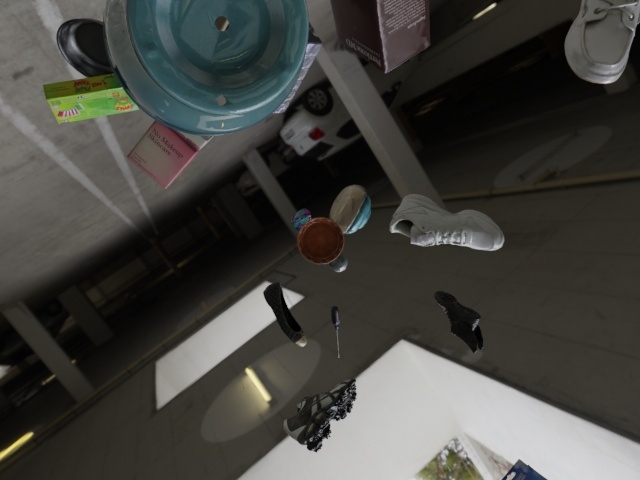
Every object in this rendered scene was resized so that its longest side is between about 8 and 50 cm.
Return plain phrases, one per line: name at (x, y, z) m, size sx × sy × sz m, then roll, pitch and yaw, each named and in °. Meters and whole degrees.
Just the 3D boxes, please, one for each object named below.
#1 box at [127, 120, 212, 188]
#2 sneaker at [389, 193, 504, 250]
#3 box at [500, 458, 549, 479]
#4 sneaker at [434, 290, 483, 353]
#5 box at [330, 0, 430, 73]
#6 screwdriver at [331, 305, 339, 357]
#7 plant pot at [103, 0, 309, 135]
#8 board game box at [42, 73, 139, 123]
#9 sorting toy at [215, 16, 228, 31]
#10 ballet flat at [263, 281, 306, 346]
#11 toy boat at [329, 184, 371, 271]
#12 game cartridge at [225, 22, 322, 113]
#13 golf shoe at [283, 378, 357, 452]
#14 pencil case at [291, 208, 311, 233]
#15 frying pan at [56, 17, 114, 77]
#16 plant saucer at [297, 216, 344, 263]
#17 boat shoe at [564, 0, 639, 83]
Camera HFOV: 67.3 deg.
box at (-0.437, -0.295, 1.434) m, size 0.232 × 0.148 × 0.127 m, roll -39°, pitch -162°, yaw 29°
sneaker at (0.327, -0.020, 1.282) m, size 0.305 × 0.114 × 0.152 m, roll 20°, pitch -128°, yaw 33°
box at (0.494, 0.591, 1.074) m, size 0.109 × 0.042 × 0.178 m, roll -35°, pitch -141°, yaw -23°
sneaker at (0.354, 0.208, 1.248) m, size 0.051 × 0.089 × 0.170 m, roll -11°, pitch -149°, yaw -36°
box at (0.102, -0.554, 0.952) m, size 0.143 × 0.381 × 0.191 m, roll -36°, pitch -125°, yaw -8°
screwdriver at (0.046, 0.253, 1.322) m, size 0.024 × 0.170 × 0.025 m, roll 7°, pitch -147°, yaw 25°
plant pot at (-0.135, -0.254, 0.591) m, size 0.271 × 0.272 × 0.255 m, roll -34°, pitch -156°, yaw -4°
board game box at (-0.522, -0.328, 1.104) m, size 0.181 × 0.043 × 0.092 m, roll -16°, pitch 164°, yaw -17°
sorting toy at (-0.176, -0.439, 0.826) m, size 0.229 × 0.307 × 0.041 m, roll -56°, pitch 166°, yaw 8°
ballet flat at (-0.080, 0.183, 1.172) m, size 0.049 × 0.173 × 0.057 m, roll -30°, pitch -176°, yaw 14°
toy boat at (0.090, -0.046, 1.732) m, size 0.318 × 0.148 × 0.267 m, roll -61°, pitch -172°, yaw 10°
game cartridge at (-0.141, -0.509, 1.142) m, size 0.068 × 0.355 × 0.230 m, roll -15°, pitch 159°, yaw -40°
golf shoe at (0.003, 0.334, 0.976) m, size 0.094 × 0.077 × 0.198 m, roll 11°, pitch -158°, yaw 32°
pencil case at (-0.032, -0.022, 1.526) m, size 0.070 × 0.152 × 0.064 m, roll -15°, pitch -154°, yaw 33°
frying pan at (-0.487, -0.465, 1.204) m, size 0.197 × 0.326 × 0.053 m, roll 98°, pitch -2°, yaw -60°
plant saucer at (0.000, 0.000, 0.855) m, size 0.083 × 0.083 × 0.013 m, roll -33°, pitch -174°, yaw -1°
boat shoe at (0.479, -0.382, 0.798) m, size 0.096 × 0.098 × 0.277 m, roll 88°, pitch 20°, yaw -62°
